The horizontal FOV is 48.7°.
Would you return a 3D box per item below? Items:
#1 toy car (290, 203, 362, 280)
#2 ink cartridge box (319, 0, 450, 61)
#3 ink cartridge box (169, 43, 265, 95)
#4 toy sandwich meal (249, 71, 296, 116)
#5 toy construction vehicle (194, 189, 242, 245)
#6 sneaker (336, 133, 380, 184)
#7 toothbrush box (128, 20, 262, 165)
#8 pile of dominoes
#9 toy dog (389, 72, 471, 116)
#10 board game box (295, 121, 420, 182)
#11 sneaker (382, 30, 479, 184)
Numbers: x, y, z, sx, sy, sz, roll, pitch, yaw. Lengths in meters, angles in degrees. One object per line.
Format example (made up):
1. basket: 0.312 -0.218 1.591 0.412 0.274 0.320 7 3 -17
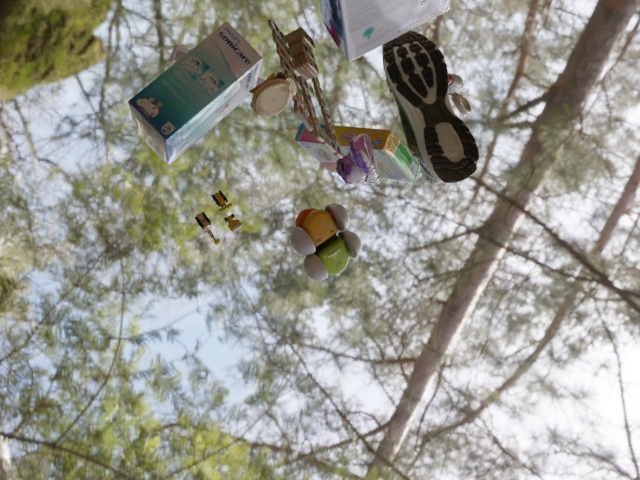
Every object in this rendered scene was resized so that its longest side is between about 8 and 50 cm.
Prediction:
1. toy car: 0.000 0.000 1.758 0.159 0.181 0.136 -35 -156 -21
2. ink cartridge box: 0.124 -0.571 1.406 0.270 0.395 0.151 -28 -108 -3
3. ink cartridge box: -0.336 -0.560 2.322 0.297 0.066 0.261 20 -169 -12
4. toy sandwich meal: -0.081 -0.246 1.184 0.086 0.085 0.029 -12 -127 -30
5. toy construction vehicle: -0.224 -0.047 1.542 0.086 0.035 0.098 -36 -102 -18
6. sneaker: 0.087 -0.190 1.762 0.105 0.236 0.095 -8 -103 7
7. toothbrush box: -0.288 -0.337 1.645 0.126 0.216 0.295 45 -105 -1
8. pile of dominoes: -0.016 -0.305 1.386 0.196 0.040 0.251 28 -138 -62
9. toy dog: 0.363 -0.539 2.464 0.334 0.161 0.220 25 -132 -41
10. board game box: 0.115 -0.270 2.174 0.317 0.242 0.064 11 -104 33
11. sneaker: 0.232 -0.309 1.717 0.158 0.182 0.410 -14 -100 -18
